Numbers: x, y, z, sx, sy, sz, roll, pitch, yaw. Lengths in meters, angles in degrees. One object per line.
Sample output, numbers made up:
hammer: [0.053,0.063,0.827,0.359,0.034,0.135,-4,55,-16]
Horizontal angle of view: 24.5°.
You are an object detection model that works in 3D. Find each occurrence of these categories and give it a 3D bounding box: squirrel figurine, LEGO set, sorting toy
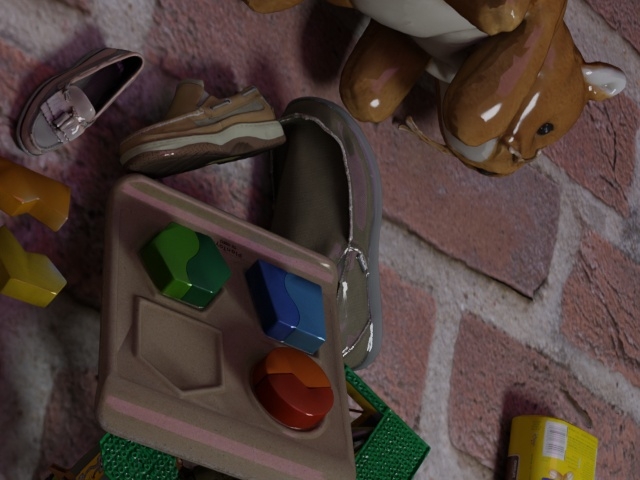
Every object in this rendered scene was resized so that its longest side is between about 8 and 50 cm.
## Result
squirrel figurine: [0.165,-0.260,1.385,0.370,0.281,0.397,42,58,-49]
LEGO set: [-0.082,0.204,1.140,0.255,0.192,0.331,39,37,-8]
sorting toy: [-0.103,0.049,1.068,0.307,0.041,0.229,24,41,-26]

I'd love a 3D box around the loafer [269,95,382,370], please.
loafer: [0.000,0.000,1.285,0.087,0.094,0.251,-19,102,-55]

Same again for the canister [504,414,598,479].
canister: [0.245,0.284,1.585,0.126,0.073,0.169,30,63,-46]

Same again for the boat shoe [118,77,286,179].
boat shoe: [-0.104,-0.096,1.198,0.190,0.068,0.072,-17,87,-60]

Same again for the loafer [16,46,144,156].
loafer: [-0.180,-0.109,1.112,0.125,0.039,0.045,-52,127,-40]
